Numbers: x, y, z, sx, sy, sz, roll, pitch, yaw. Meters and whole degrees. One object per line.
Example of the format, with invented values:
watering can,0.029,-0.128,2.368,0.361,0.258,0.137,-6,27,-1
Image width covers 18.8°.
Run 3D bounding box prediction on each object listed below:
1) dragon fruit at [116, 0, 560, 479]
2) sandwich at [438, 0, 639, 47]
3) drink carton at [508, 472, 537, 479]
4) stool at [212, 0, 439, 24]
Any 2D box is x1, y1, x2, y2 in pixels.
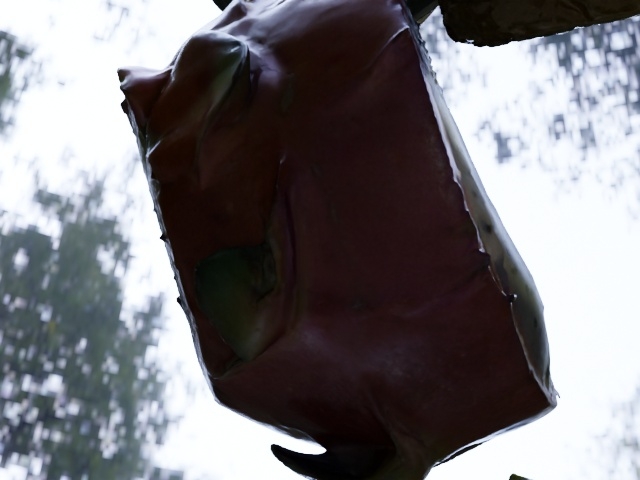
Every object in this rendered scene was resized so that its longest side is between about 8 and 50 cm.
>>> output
dragon fruit,0.000,0.000,1.028,0.189,0.290,0.290,-22,-59,2
sandwich,0.204,-0.188,1.085,0.249,0.273,0.095,-9,-78,16
drink carton,0.045,0.182,0.694,0.074,0.084,0.200,43,-104,-18
stool,0.083,-0.256,1.526,0.243,0.270,0.170,-32,-77,38
